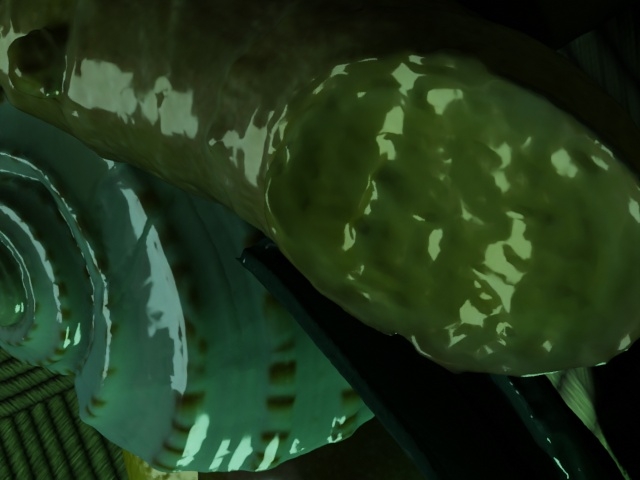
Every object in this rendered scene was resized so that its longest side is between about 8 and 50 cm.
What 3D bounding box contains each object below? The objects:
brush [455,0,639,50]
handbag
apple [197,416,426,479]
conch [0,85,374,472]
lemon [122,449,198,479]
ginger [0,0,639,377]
[{"bbox_3d":[0.068,-0.139,0.583,0.123,0.059,0.197,65,173,-6],"label":"brush"},{"bbox_3d":[0.104,0.118,0.640,0.326,0.089,0.238,49,-177,-38],"label":"handbag"},{"bbox_3d":[0.035,0.187,1.002,0.234,0.256,0.257,-170,57,-77],"label":"apple"},{"bbox_3d":[-0.060,-0.034,0.785,0.303,0.319,0.215,39,158,30],"label":"conch"},{"bbox_3d":[-0.036,0.191,1.271,0.336,0.336,0.336,157,90,-82],"label":"lemon"},{"bbox_3d":[-0.003,-0.059,0.533,0.354,0.190,0.126,37,130,41],"label":"ginger"}]
